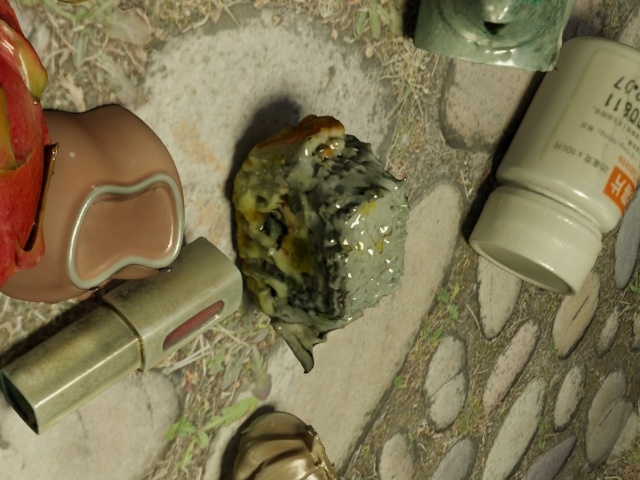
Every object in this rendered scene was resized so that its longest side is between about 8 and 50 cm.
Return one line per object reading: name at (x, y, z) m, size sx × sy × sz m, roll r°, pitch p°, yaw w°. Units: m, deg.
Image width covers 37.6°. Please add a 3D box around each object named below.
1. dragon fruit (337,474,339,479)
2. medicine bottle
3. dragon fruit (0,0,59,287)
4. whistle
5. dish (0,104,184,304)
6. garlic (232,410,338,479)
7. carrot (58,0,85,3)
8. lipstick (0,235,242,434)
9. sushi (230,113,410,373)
dragon fruit at (0.000, 0.412, 1.342) m, size 0.236 × 0.137 × 0.135 m, roll 21°, pitch 89°, yaw -52°
medicine bottle at (0.402, -0.117, 1.500) m, size 0.211 × 0.211 × 0.372 m, roll 35°, pitch 80°, yaw -54°
dragon fruit at (-0.306, -0.039, 0.624) m, size 0.315 × 0.250 × 0.250 m, roll -43°, pitch 142°, yaw -1°
whistle at (0.268, -0.324, 1.230) m, size 0.404 × 0.188 × 0.168 m, roll -14°, pitch 120°, yaw -49°
dish at (-0.202, -0.019, 0.876) m, size 0.213 × 0.090 × 0.213 m, roll -29°, pitch 130°, yaw -42°
garlic at (-0.073, 0.311, 1.225) m, size 0.194 × 0.127 × 0.131 m, roll -34°, pitch 120°, yaw -1°
carrot at (-0.182, -0.272, 0.619) m, size 0.193 × 0.331 × 0.214 m, roll -53°, pitch 160°, yaw -23°
lipstick at (-0.197, 0.093, 0.950) m, size 0.252 × 0.077 × 0.079 m, roll -33°, pitch 152°, yaw -33°
sushi at (0.000, 0.000, 1.067) m, size 0.139 × 0.184 × 0.274 m, roll -31°, pitch 133°, yaw -37°
